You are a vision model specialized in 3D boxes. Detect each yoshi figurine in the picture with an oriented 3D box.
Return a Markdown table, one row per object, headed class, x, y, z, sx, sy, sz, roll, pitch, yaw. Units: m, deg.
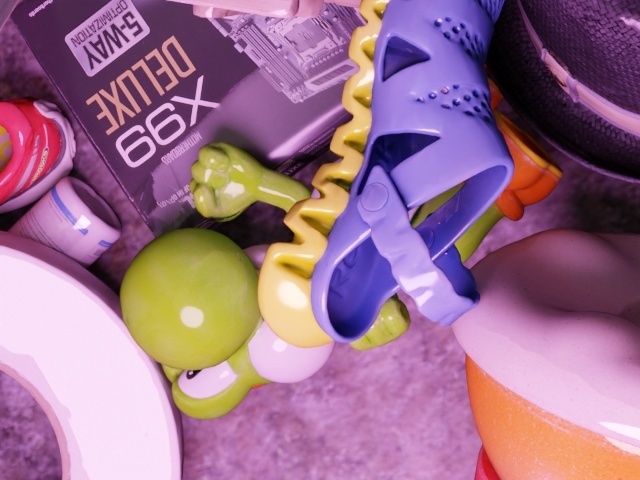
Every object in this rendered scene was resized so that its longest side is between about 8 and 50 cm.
| class | x | y | z | sx | sy | sz | roll | pitch | yaw |
| --- | --- | --- | --- | --- | --- | --- | --- | --- | --- |
| yoshi figurine | -0.011 | 0.000 | 1.427 | 0.362 | 0.203 | 0.203 | -42 | 102 | 17 |

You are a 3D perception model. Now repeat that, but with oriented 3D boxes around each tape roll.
| class | x | y | z | sx | sy | sz | roll | pitch | yaw |
| --- | --- | --- | --- | --- | --- | --- | --- | --- | --- |
| tape roll | -0.303 | 0.183 | 1.533 | 0.392 | 0.072 | 0.392 | 0 | 99 | -2 |

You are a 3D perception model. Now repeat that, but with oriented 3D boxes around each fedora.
| class | x | y | z | sx | sy | sz | roll | pitch | yaw |
| --- | --- | --- | --- | --- | --- | --- | --- | --- | --- |
| fedora | 0.237 | -0.211 | 1.321 | 0.334 | 0.152 | 0.334 | -5 | 73 | 18 |

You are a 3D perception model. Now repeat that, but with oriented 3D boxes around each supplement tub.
| class | x | y | z | sx | sy | sz | roll | pitch | yaw |
| --- | --- | --- | --- | --- | --- | --- | --- | --- | --- |
| supplement tub | -0.226 | 0.005 | 1.577 | 0.107 | 0.071 | 0.071 | -42 | 79 | 10 |

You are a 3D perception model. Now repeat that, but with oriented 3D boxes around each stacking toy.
| class | x | y | z | sx | sy | sz | roll | pitch | yaw |
| --- | --- | --- | --- | --- | --- | --- | --- | --- | --- |
| stacking toy | 0.235 | 0.258 | 1.368 | 0.350 | 0.350 | 0.480 | 14 | 110 | 15 |

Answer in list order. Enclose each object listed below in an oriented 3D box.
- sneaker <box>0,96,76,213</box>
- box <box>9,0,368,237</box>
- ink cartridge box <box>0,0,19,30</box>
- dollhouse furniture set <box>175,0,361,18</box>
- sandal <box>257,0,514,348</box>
| class | x | y | z | sx | sy | sz | roll | pitch | yaw |
| --- | --- | --- | --- | --- | --- | --- | --- | --- | --- |
| sneaker | -0.338 | -0.034 | 1.584 | 0.279 | 0.118 | 0.107 | -39 | 79 | 11 |
| box | -0.065 | -0.175 | 1.534 | 0.307 | 0.076 | 0.242 | -35 | 81 | 11 |
| ink cartridge box | -0.334 | -0.101 | 1.527 | 0.232 | 0.189 | 0.066 | -16 | 125 | 30 |
| dollhouse furniture set | -0.072 | -0.356 | 1.282 | 0.256 | 0.362 | 0.394 | 10 | 101 | 13 |
| sandal | 0.077 | -0.064 | 1.280 | 0.138 | 0.126 | 0.317 | 15 | 85 | 35 |
